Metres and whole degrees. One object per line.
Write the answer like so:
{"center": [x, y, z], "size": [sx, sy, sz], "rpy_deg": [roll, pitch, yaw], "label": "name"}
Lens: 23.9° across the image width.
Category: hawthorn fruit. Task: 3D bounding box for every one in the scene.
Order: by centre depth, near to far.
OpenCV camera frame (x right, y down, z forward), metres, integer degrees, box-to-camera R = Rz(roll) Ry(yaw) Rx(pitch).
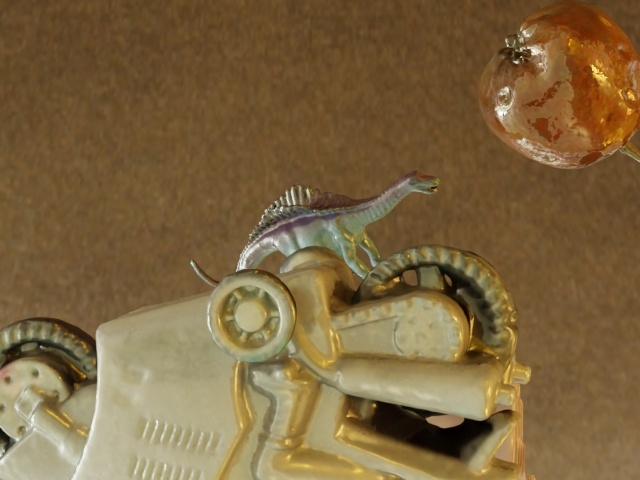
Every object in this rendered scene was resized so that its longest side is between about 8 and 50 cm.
{"center": [0.225, -0.125, 1.369], "size": [0.149, 0.149, 0.189], "rpy_deg": [-23, 123, 19], "label": "hawthorn fruit"}

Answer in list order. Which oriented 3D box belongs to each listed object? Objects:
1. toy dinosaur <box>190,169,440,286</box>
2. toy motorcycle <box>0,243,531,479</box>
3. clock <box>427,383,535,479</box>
{"center": [0.000, 0.000, 1.009], "size": [0.197, 0.045, 0.080], "rpy_deg": [-20, 114, 29], "label": "toy dinosaur"}
{"center": [-0.031, 0.095, 0.680], "size": [0.260, 0.110, 0.171], "rpy_deg": [-11, 94, 15], "label": "toy motorcycle"}
{"center": [0.119, 0.252, 1.210], "size": [0.080, 0.290, 0.275], "rpy_deg": [-4, 164, 17], "label": "clock"}
